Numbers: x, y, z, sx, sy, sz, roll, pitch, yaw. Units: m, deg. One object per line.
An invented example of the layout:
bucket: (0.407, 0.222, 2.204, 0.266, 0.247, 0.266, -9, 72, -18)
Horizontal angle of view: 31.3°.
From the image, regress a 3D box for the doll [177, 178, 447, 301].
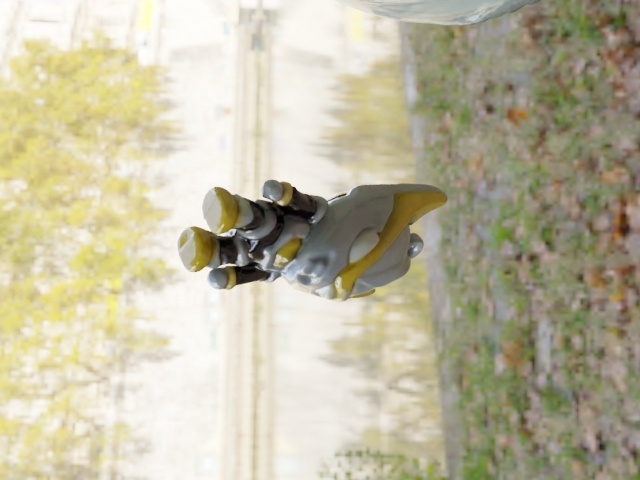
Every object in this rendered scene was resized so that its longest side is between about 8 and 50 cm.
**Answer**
doll: (0.003, -0.003, 1.122, 0.103, 0.316, 0.146, 27, 104, 43)

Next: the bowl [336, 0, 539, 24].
bowl: (0.049, -0.289, 0.634, 0.163, 0.307, 0.307, 9, -98, -62)
